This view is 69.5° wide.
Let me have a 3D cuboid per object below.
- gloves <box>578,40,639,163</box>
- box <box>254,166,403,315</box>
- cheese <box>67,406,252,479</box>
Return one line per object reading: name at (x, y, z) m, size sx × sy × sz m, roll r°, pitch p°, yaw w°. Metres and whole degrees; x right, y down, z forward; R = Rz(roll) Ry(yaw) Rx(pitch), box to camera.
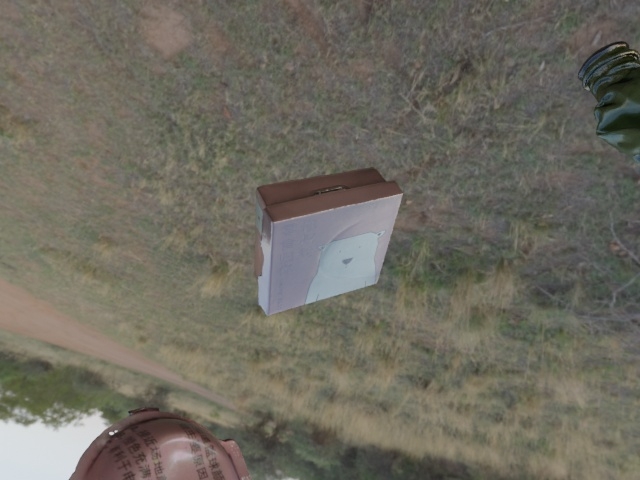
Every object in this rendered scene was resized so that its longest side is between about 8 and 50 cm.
gloves at (0.437, -0.157, 0.595) m, size 0.135 × 0.268 × 0.107 m, roll -28°, pitch 136°, yaw 18°
box at (0.000, 0.000, 0.732) m, size 0.215 × 0.086 × 0.215 m, roll -14°, pitch 138°, yaw -21°
cheese at (-0.172, 0.248, 0.415) m, size 0.286 × 0.189 × 0.074 m, roll 3°, pitch 135°, yaw -52°
